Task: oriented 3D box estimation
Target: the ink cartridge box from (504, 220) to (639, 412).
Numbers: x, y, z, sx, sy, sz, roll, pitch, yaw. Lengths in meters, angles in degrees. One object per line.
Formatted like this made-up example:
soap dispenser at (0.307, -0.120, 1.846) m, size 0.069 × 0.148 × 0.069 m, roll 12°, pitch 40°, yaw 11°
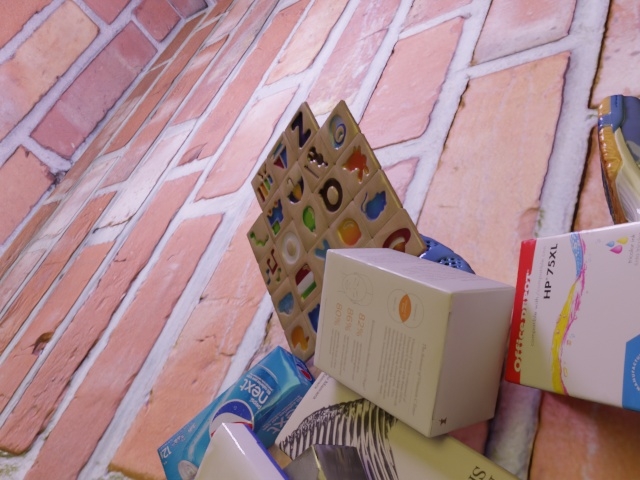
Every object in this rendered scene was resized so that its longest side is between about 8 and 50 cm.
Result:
ink cartridge box at (0.229, 0.064, 0.470) m, size 0.231 × 0.077 × 0.134 m, roll 158°, pitch 123°, yaw -72°

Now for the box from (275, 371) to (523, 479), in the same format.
box at (0.082, 0.226, 0.539) m, size 0.275 × 0.094 × 0.113 m, roll 16°, pitch 66°, yaw 53°

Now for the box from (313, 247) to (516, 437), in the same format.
box at (0.083, 0.087, 0.558) m, size 0.170 × 0.090 × 0.130 m, roll 19°, pitch 105°, yaw 51°

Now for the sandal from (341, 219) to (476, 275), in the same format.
sandal at (0.072, 0.015, 0.745) m, size 0.126 × 0.138 × 0.317 m, roll -44°, pitch 35°, yaw -12°

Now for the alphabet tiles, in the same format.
alphabet tiles at (0.000, 0.000, 0.747) m, size 0.285 × 0.011 × 0.343 m, roll -50°, pitch 53°, yaw 40°

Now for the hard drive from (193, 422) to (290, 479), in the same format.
hard drive at (-0.033, 0.316, 0.417) m, size 0.318 × 0.040 × 0.210 m, roll 31°, pitch 100°, yaw 51°

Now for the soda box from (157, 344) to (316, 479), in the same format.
soda box at (-0.100, 0.233, 0.728) m, size 0.210 × 0.071 × 0.067 m, roll -41°, pitch 49°, yaw 3°

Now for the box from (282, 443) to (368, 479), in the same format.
box at (-0.028, 0.315, 0.491) m, size 0.231 × 0.056 × 0.183 m, roll -47°, pitch 45°, yaw 27°

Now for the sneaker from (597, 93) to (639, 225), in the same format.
sneaker at (0.357, -0.038, 0.558) m, size 0.130 × 0.112 × 0.297 m, roll -15°, pitch 51°, yaw 23°
